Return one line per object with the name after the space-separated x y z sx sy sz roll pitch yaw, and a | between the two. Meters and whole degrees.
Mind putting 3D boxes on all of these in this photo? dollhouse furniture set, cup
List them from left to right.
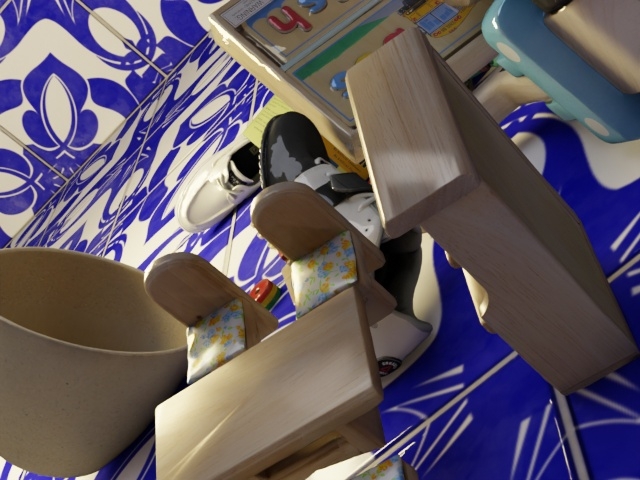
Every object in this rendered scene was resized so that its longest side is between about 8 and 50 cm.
-0.345 0.181 1.552 0.331 0.331 0.237 -112 38 -69 | cup
0.000 0.070 0.885 0.394 0.256 0.362 -33 39 19 | dollhouse furniture set

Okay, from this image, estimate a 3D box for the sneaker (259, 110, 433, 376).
0.037 -0.013 1.180 0.146 0.122 0.330 -32 60 28 | sneaker

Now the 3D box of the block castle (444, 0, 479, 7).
0.194 -0.479 1.137 0.213 0.303 0.453 -35 -13 -23 | block castle

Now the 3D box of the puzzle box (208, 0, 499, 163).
0.104 -0.295 1.366 0.409 0.272 0.052 -39 -29 -16 | puzzle box

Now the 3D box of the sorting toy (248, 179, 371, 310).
0.000 0.000 1.458 0.274 0.046 0.132 -47 20 8 | sorting toy

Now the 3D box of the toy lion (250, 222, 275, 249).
-0.056 -0.040 1.679 0.096 0.034 0.100 -45 20 2 | toy lion

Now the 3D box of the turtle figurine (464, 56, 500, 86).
0.150 -0.230 1.452 0.234 0.118 0.175 -20 49 24 | turtle figurine

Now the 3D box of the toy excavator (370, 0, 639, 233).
0.243 -0.190 1.109 0.433 0.222 0.445 -52 5 -4 | toy excavator

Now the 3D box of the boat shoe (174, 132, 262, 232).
-0.142 -0.111 1.916 0.267 0.096 0.088 -40 15 2 | boat shoe

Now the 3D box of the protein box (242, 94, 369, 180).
0.018 -0.173 1.603 0.201 0.136 0.200 -50 18 1 | protein box
